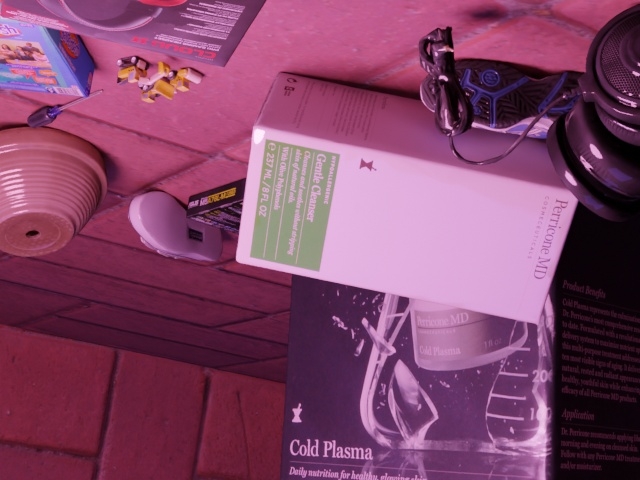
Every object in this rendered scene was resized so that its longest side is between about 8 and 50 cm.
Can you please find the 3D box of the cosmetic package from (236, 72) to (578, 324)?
[{"bbox_3d":[0.102,-0.052,1.385,0.365,0.155,0.197,11,124,4],"label":"cosmetic package"}]

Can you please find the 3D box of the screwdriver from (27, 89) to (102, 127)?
[{"bbox_3d":[-0.339,-0.180,1.587,0.170,0.024,0.025,-14,-176,39],"label":"screwdriver"}]

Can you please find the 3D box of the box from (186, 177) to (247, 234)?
[{"bbox_3d":[-0.092,-0.043,1.924,0.191,0.045,0.184,18,159,-32],"label":"box"}]

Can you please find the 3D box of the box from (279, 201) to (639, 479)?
[{"bbox_3d":[0.211,0.172,1.712,0.480,0.471,0.297,-7,164,43],"label":"box"}]

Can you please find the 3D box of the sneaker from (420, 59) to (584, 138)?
[{"bbox_3d":[0.213,-0.146,1.315,0.211,0.080,0.081,9,164,-3],"label":"sneaker"}]

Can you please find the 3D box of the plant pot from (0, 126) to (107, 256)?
[{"bbox_3d":[-0.430,-0.052,1.748,0.237,0.109,0.237,-9,147,-6],"label":"plant pot"}]

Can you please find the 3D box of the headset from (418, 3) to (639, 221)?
[{"bbox_3d":[0.300,-0.146,1.176,0.394,0.185,0.243,-5,148,-13],"label":"headset"}]

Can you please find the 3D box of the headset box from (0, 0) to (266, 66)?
[{"bbox_3d":[-0.152,-0.257,1.014,0.218,0.110,0.293,11,165,-16],"label":"headset box"}]

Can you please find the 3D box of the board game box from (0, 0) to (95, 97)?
[{"bbox_3d":[-0.360,-0.229,1.343,0.160,0.047,0.210,7,166,4],"label":"board game box"}]

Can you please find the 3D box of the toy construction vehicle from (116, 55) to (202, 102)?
[{"bbox_3d":[-0.200,-0.191,1.433,0.098,0.035,0.086,-3,162,35],"label":"toy construction vehicle"}]

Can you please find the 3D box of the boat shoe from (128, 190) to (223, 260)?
[{"bbox_3d":[-0.263,-0.019,2.013,0.088,0.096,0.267,-4,170,23],"label":"boat shoe"}]
